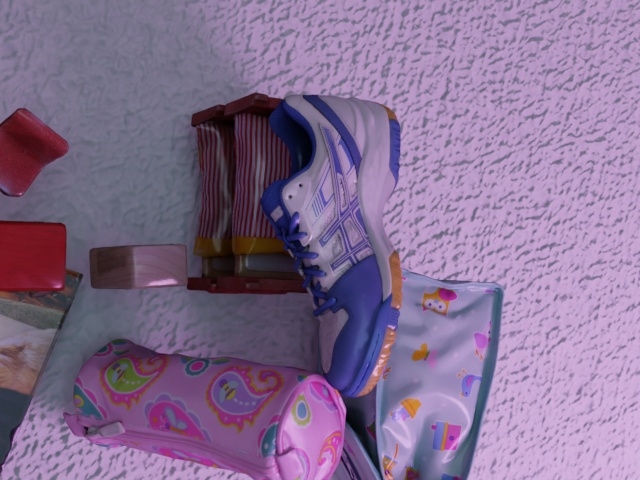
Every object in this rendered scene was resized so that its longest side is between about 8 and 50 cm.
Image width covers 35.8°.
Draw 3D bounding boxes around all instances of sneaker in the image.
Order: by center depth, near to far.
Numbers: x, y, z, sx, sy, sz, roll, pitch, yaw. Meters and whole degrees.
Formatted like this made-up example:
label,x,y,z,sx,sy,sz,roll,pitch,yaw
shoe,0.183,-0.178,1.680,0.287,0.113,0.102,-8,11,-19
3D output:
label,x,y,z,sx,sy,sz,roll,pitch,yaw
sneaker,0.000,0.000,0.939,0.130,0.112,0.297,9,66,-22

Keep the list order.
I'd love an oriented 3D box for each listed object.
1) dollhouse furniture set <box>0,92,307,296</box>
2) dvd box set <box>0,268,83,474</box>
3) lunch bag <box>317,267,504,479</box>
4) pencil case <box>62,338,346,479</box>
label,x,y,z,sx,sy,sz,roll,pitch,yaw
dollhouse furniture set,-0.166,-0.044,0.987,0.374,0.152,0.201,2,87,-34
dvd box set,-0.487,0.095,0.970,0.420,0.062,0.308,24,80,-15
lunch bag,0.079,0.170,1.062,0.160,0.223,0.263,9,84,-15
pencil case,-0.117,0.171,0.976,0.124,0.284,0.124,-10,102,-57
